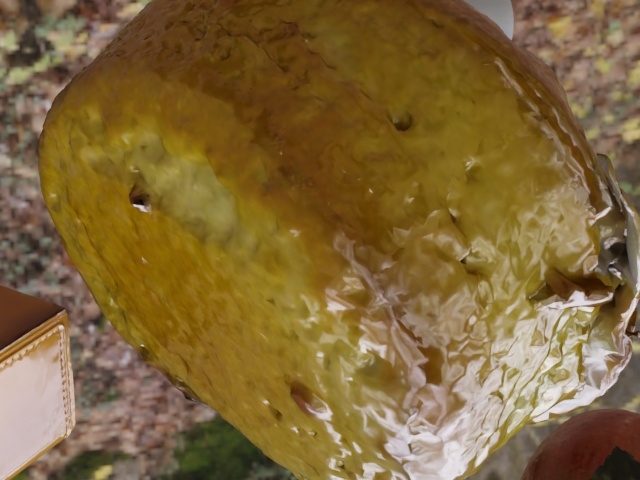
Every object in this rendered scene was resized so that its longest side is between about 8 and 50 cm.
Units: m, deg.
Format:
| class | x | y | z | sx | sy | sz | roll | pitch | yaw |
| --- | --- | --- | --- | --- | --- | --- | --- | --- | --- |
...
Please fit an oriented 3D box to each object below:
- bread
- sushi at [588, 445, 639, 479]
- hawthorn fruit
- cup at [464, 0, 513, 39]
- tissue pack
| class | x | y | z | sx | sy | sz | roll | pitch | yaw |
| --- | --- | --- | --- | --- | --- | --- | --- | --- | --- |
| bread | 0.002 | 0.001 | 0.696 | 0.358 | 0.204 | 0.336 | 30 | 151 | 26 |
| sushi | 0.115 | 0.222 | 0.461 | 0.215 | 0.192 | 0.050 | -38 | 175 | -38 |
| hawthorn fruit | 0.309 | 0.260 | 1.226 | 0.197 | 0.196 | 0.225 | -14 | -151 | 42 |
| cup | 0.080 | -0.203 | 1.148 | 0.174 | 0.134 | 0.142 | -8 | -171 | 37 |
| tissue pack | -0.360 | 0.145 | 0.935 | 0.195 | 0.145 | 0.274 | 18 | -148 | 26 |
